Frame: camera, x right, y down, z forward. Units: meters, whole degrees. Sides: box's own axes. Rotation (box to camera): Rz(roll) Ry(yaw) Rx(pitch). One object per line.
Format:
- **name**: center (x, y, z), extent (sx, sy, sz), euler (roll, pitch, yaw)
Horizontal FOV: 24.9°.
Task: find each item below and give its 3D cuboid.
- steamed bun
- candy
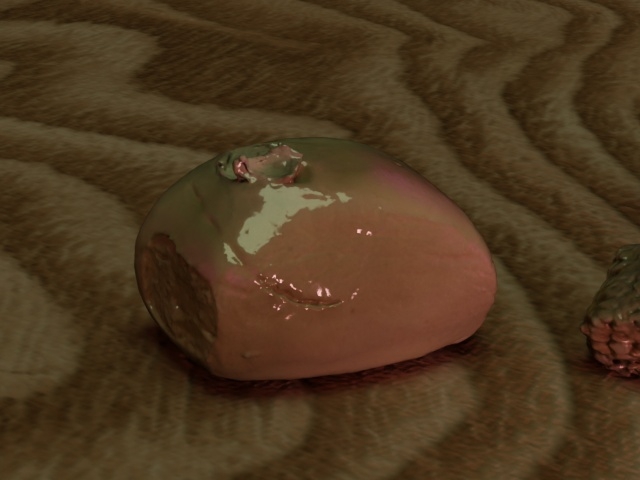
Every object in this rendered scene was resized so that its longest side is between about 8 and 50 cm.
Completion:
- **steamed bun**: center (0.000, 0.000, 1.003), extent (0.239, 0.152, 0.170), euler (-10, 26, -24)
- **candy**: center (0.239, 0.052, 1.016), extent (0.095, 0.085, 0.110), euler (8, 31, 35)
